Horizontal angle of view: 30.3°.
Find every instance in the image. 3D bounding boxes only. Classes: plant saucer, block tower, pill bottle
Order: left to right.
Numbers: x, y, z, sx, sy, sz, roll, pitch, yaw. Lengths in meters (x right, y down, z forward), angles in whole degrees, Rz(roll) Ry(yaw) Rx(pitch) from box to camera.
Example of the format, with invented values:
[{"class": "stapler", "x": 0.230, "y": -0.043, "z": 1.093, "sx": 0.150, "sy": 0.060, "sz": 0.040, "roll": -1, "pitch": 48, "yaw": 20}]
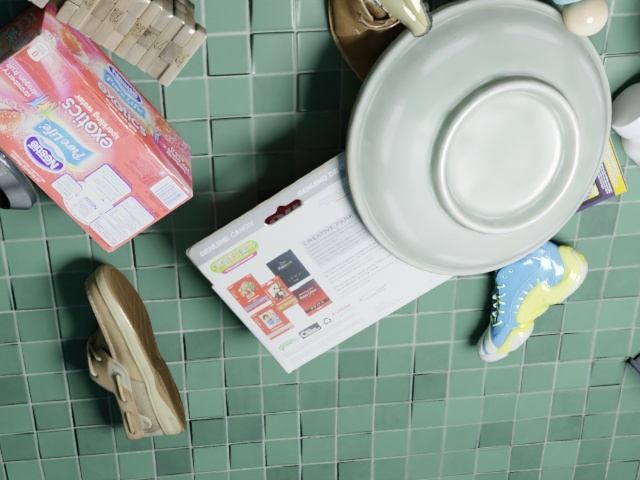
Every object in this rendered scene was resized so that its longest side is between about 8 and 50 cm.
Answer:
[{"class": "block tower", "x": -0.305, "y": -0.328, "z": 1.473, "sx": 0.335, "sy": 0.097, "sz": 0.091, "roll": 32, "pitch": 114, "yaw": -24}, {"class": "plant saucer", "x": 0.234, "y": -0.123, "z": 1.581, "sx": 0.400, "sy": 0.100, "sz": 0.400, "roll": -8, "pitch": 115, "yaw": -19}, {"class": "pill bottle", "x": 0.506, "y": -0.141, "z": 1.710, "sx": 0.193, "sy": 0.108, "sz": 0.108, "roll": 36, "pitch": 112, "yaw": -28}]

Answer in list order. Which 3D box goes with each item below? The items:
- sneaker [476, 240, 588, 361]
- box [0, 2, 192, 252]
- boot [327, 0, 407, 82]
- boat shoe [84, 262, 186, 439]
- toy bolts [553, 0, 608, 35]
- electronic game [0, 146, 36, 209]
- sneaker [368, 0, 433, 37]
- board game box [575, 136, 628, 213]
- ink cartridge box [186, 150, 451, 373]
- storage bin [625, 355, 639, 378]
[{"class": "sneaker", "x": 0.301, "y": 0.080, "z": 1.857, "sx": 0.126, "sy": 0.091, "sz": 0.240, "roll": 37, "pitch": 113, "yaw": -8}, {"class": "box", "x": -0.319, "y": -0.150, "z": 1.559, "sx": 0.154, "sy": 0.142, "sz": 0.300, "roll": -34, "pitch": 122, "yaw": 14}, {"class": "boot", "x": 0.065, "y": -0.297, "z": 1.537, "sx": 0.112, "sy": 0.115, "sz": 0.305, "roll": -20, "pitch": 125, "yaw": 3}, {"class": "boat shoe", "x": -0.303, "y": 0.185, "z": 1.801, "sx": 0.110, "sy": 0.122, "sz": 0.341, "roll": -16, "pitch": 126, "yaw": 1}, {"class": "toy bolts", "x": 0.394, "y": -0.351, "z": 1.496, "sx": 0.228, "sy": 0.218, "sz": 0.158, "roll": -18, "pitch": 111, "yaw": 11}, {"class": "electronic game", "x": -0.464, "y": -0.118, "z": 1.533, "sx": 0.229, "sy": 0.229, "sz": 0.048, "roll": 48, "pitch": 68, "yaw": -31}, {"class": "sneaker", "x": -0.056, "y": -0.339, "z": 1.362, "sx": 0.410, "sy": 0.158, "sz": 0.182, "roll": 36, "pitch": 105, "yaw": -1}, {"class": "board game box", "x": 0.359, "y": -0.120, "z": 1.739, "sx": 0.141, "sy": 0.048, "sz": 0.170, "roll": -24, "pitch": 123, "yaw": 6}, {"class": "ink cartridge box", "x": 0.000, "y": 0.000, "z": 1.717, "sx": 0.309, "sy": 0.130, "sz": 0.272, "roll": -31, "pitch": 121, "yaw": 12}, {"class": "storage bin", "x": 0.591, "y": 0.223, "z": 1.961, "sx": 0.098, "sy": 0.135, "sz": 0.091, "roll": 36, "pitch": 103, "yaw": -27}]
